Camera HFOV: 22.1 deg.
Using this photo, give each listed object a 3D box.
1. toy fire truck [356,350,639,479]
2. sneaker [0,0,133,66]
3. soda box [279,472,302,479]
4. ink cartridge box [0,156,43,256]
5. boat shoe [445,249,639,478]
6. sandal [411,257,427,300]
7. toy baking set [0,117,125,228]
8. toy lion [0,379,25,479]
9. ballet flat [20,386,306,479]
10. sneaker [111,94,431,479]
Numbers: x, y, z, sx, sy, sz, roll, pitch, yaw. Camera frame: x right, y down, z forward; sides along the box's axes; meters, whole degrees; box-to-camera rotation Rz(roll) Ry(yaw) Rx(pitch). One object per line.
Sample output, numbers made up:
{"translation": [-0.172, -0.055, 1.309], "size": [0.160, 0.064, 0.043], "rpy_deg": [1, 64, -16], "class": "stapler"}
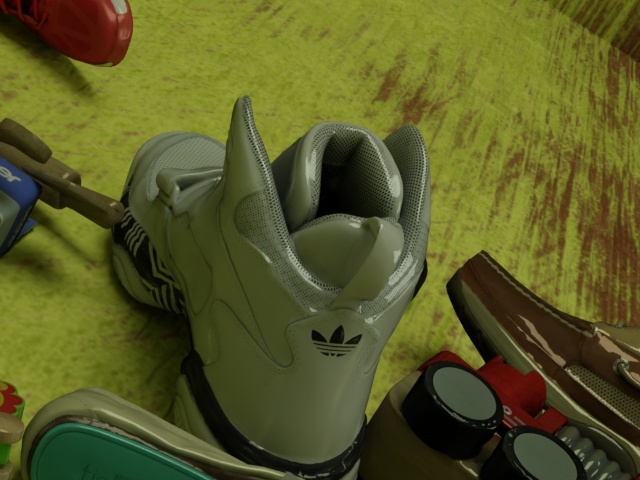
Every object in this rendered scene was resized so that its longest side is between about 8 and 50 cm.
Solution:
{"translation": [0.152, 0.163, 1.065], "size": [0.217, 0.158, 0.246], "rpy_deg": [39, 33, 15], "class": "toy fire truck"}
{"translation": [-0.263, -0.203, 1.342], "size": [0.221, 0.087, 0.128], "rpy_deg": [32, 27, 33], "class": "sneaker"}
{"translation": [0.049, 0.207, 0.698], "size": [0.098, 0.091, 0.286], "rpy_deg": [52, -14, -30], "class": "soda box"}
{"translation": [-0.287, -0.033, 0.957], "size": [0.185, 0.065, 0.311], "rpy_deg": [34, 20, 2], "class": "ink cartridge box"}
{"translation": [0.232, 0.123, 1.213], "size": [0.324, 0.120, 0.122], "rpy_deg": [46, -6, 18], "class": "boat shoe"}
{"translation": [0.000, 0.000, 1.282], "size": [0.254, 0.054, 0.097], "rpy_deg": [9, 32, -46], "class": "sandal"}
{"translation": [-0.233, -0.090, 1.058], "size": [0.256, 0.030, 0.197], "rpy_deg": [29, -13, 23], "class": "toy baking set"}
{"translation": [-0.200, 0.088, 0.849], "size": [0.100, 0.034, 0.096], "rpy_deg": [7, 19, -29], "class": "toy lion"}
{"translation": [-0.044, 0.152, 0.883], "size": [0.248, 0.086, 0.086], "rpy_deg": [31, 22, -3], "class": "ballet flat"}
{"translation": [-0.031, -0.015, 1.034], "size": [0.137, 0.210, 0.366], "rpy_deg": [9, 32, -22], "class": "sneaker"}
